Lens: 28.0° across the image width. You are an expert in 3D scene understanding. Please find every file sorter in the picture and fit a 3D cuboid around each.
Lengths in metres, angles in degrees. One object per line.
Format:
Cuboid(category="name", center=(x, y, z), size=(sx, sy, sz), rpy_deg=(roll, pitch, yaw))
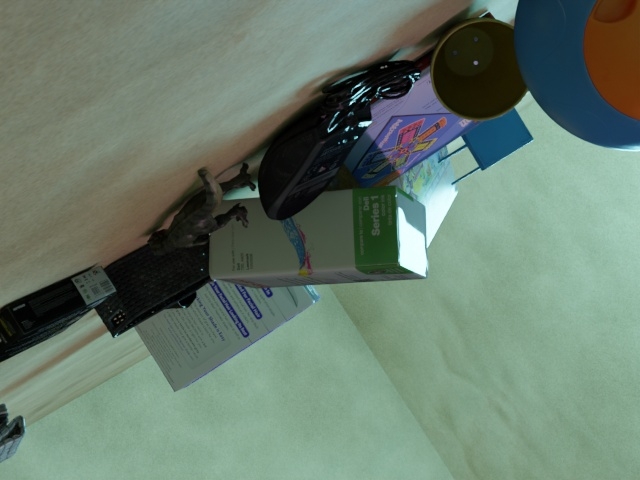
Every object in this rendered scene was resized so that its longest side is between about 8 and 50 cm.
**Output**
Cuboid(category="file sorter", center=(0.218, -0.188, 1.971), size=(0.118, 0.170, 0.104), rpy_deg=(-30, 179, -36))

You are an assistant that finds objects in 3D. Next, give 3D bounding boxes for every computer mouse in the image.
Cuboid(category="computer mouse", center=(-0.002, -0.134, 1.634), size=(0.188, 0.072, 0.272), rpy_deg=(-26, 160, -49))

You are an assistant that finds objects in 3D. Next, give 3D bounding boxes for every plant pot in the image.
Cuboid(category="plant pot", center=(0.202, -0.234, 1.674), size=(0.134, 0.134, 0.095), rpy_deg=(-34, -158, 9))

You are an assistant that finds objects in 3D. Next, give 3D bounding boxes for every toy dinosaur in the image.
Cuboid(category="toy dinosaur", center=(-0.143, -0.041, 1.665), size=(0.118, 0.064, 0.268), rpy_deg=(-23, 169, -30))

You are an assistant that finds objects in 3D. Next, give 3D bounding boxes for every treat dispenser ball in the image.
Cuboid(category="treat dispenser ball", center=(0.376, -0.250, 1.525), size=(0.288, 0.288, 0.288), rpy_deg=(-33, 176, -2))

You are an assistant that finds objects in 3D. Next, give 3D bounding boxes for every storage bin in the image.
Cuboid(category="storage bin", center=(-0.241, 0.055, 1.880), size=(0.180, 0.084, 0.122), rpy_deg=(-31, 176, -35))

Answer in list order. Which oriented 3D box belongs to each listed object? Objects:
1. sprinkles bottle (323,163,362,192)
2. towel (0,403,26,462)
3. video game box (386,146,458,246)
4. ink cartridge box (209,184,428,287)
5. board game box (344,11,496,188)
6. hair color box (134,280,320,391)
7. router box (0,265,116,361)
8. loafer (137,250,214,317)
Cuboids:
Cuboid(category="sprinkles bottle", center=(0.092, -0.123, 2.110), size=(0.121, 0.121, 0.355), rpy_deg=(-35, 175, 28))
Cuboid(category="towel", center=(-0.653, 0.363, 2.184), size=(0.283, 0.121, 0.235), rpy_deg=(-30, 174, -23))
Cuboid(category="video game box", center=(0.153, -0.102, 2.042), size=(0.048, 0.187, 0.205), rpy_deg=(1, -146, 26))
Cuboid(category="ink cartridge box", center=(0.000, 0.000, 1.856), size=(0.278, 0.117, 0.201), rpy_deg=(-4, 172, 16))
Cuboid(category="board game box", center=(0.149, -0.186, 1.791), size=(0.281, 0.027, 0.145), rpy_deg=(-33, 132, 7))
Cuboid(category="hair color box", center=(-0.192, 0.135, 2.574), size=(0.339, 0.185, 0.110), rpy_deg=(-33, 177, 8))
Cuboid(category="router box", center=(-0.373, 0.105, 1.691), size=(0.133, 0.046, 0.179), rpy_deg=(-35, 176, 36))
Cuboid(category="loafer", center=(-0.260, 0.090, 2.212), size=(0.220, 0.078, 0.080), rpy_deg=(-36, 175, 39))
